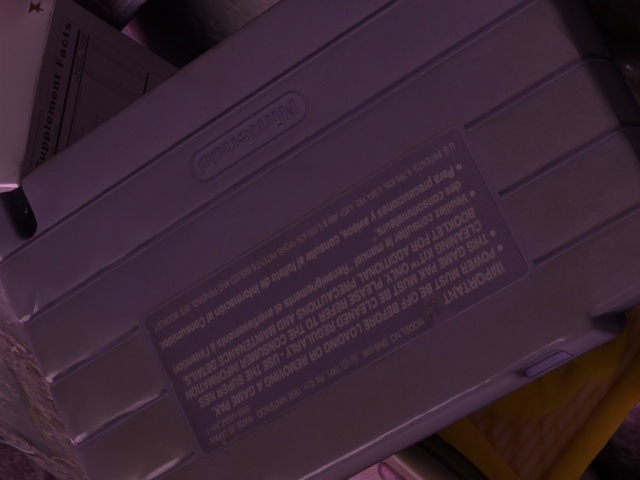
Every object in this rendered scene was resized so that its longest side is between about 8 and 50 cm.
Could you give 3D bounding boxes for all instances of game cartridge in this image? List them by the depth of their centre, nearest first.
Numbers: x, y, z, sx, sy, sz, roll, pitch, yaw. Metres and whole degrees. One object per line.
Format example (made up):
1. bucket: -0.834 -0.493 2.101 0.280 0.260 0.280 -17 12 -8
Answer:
1. game cartridge: 0.000 0.000 0.930 0.230 0.355 0.068 63 -155 8

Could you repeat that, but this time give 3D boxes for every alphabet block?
1. alphabet block: 0.074 0.044 1.128 0.192 0.193 0.197 49 158 -25

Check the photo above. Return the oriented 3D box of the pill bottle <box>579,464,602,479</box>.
1. pill bottle: 0.179 0.258 1.443 0.153 0.153 0.265 12 146 53

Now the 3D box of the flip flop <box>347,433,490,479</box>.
1. flip flop: -0.011 0.111 1.019 0.277 0.080 0.112 39 159 11

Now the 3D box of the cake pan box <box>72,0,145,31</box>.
1. cake pan box: -0.219 -0.238 1.250 0.246 0.070 0.267 41 160 -8

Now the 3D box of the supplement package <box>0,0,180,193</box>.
1. supplement package: -0.173 -0.064 1.264 0.134 0.139 0.244 1 163 31
